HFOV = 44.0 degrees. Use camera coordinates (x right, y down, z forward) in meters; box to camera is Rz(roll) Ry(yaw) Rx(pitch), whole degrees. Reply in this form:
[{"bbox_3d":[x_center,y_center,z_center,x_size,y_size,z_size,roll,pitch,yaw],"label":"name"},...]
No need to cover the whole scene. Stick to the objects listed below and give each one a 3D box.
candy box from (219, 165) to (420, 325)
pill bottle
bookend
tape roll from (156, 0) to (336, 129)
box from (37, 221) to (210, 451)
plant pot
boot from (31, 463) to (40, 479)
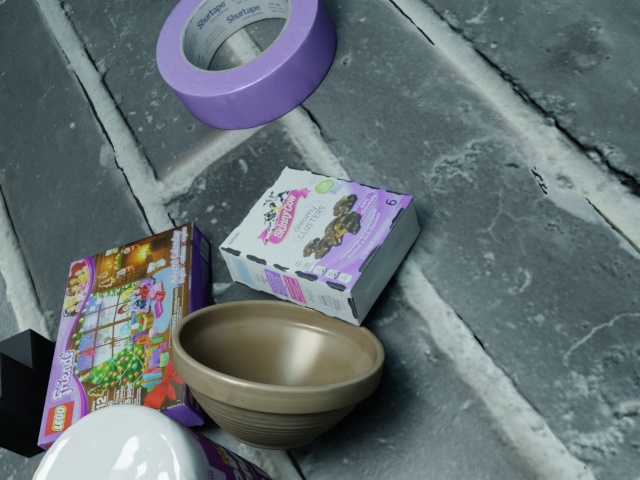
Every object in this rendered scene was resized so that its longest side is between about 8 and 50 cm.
[{"bbox_3d":[0.000,0.000,1.001,0.196,0.070,0.165,16,54,29],"label":"candy box"},{"bbox_3d":[-0.128,0.280,0.770,0.169,0.301,0.169,-10,59,18],"label":"pill bottle"},{"bbox_3d":[-0.408,0.182,1.040,0.072,0.157,0.156,-24,55,8],"label":"bookend"},{"bbox_3d":[-0.117,-0.311,1.246,0.274,0.090,0.275,-11,59,18],"label":"tape roll"},{"bbox_3d":[-0.248,0.124,1.038,0.200,0.057,0.293,-18,46,13],"label":"box"},{"bbox_3d":[-0.050,0.160,0.896,0.237,0.237,0.110,15,109,30],"label":"plant pot"},{"bbox_3d":[-0.218,0.317,0.909,0.213,0.165,0.077,-3,23,-26],"label":"boot"}]
